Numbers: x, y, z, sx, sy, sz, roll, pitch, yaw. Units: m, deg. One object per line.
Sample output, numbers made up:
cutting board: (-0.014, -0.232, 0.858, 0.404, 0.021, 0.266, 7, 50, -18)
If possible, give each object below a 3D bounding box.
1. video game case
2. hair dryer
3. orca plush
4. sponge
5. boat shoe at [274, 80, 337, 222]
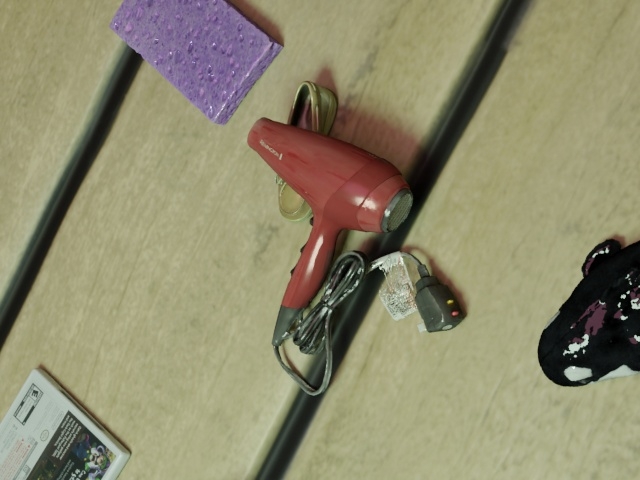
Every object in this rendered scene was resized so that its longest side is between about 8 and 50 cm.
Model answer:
video game case: (-0.330, 0.278, 1.661, 0.173, 0.022, 0.190, 38, 101, 29)
hair dryer: (0.000, 0.000, 1.459, 0.223, 0.080, 0.294, -24, 81, 22)
orca plush: (0.316, 0.052, 1.281, 0.287, 0.102, 0.151, -18, 74, 26)
sponge: (-0.149, -0.239, 1.628, 0.210, 0.031, 0.117, 43, 104, 27)
boat shoe: (-0.022, -0.097, 1.525, 0.056, 0.048, 0.153, 16, 91, 30)
